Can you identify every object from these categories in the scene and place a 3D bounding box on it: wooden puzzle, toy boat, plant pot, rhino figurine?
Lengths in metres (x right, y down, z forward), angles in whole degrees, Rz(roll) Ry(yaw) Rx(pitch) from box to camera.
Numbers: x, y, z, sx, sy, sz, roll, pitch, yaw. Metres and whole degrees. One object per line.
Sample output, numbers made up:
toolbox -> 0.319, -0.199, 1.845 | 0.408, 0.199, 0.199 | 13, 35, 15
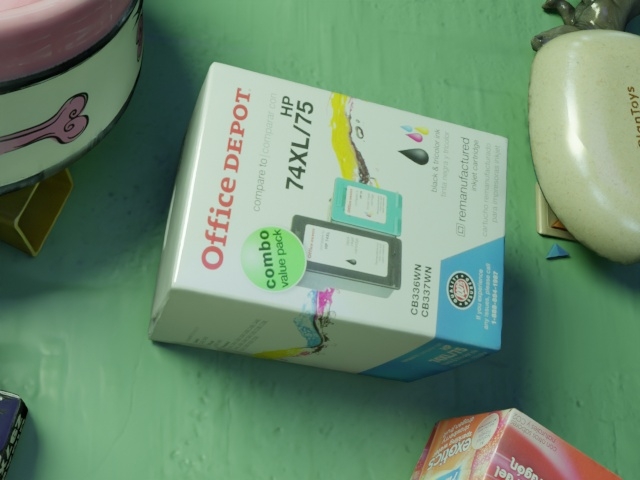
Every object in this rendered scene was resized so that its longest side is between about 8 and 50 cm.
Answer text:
wooden puzzle -> 0.287, -0.035, 0.905 | 0.078, 0.014, 0.117 | 2, 73, -17
toy boat -> 0.376, -0.100, 0.886 | 0.318, 0.148, 0.268 | 1, 77, -15
plant pot -> -0.282, -0.047, 0.689 | 0.083, 0.081, 0.081 | 20, 68, 2
rhino figurine -> 0.341, -0.286, 0.970 | 0.106, 0.073, 0.243 | 39, 67, 0

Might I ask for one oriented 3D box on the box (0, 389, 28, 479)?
box -> -0.417, 0.200, 0.565 | 0.321, 0.079, 0.257 | 17, 70, -12

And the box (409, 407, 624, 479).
box -> 0.229, 0.296, 0.707 | 0.299, 0.154, 0.142 | 34, 66, -7

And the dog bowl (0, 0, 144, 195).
dog bowl -> -0.311, -0.233, 0.556 | 0.407, 0.150, 0.408 | 14, 57, -22

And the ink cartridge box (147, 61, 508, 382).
ink cartridge box -> 0.000, 0.000, 0.698 | 0.269, 0.197, 0.198 | 12, 70, -14
